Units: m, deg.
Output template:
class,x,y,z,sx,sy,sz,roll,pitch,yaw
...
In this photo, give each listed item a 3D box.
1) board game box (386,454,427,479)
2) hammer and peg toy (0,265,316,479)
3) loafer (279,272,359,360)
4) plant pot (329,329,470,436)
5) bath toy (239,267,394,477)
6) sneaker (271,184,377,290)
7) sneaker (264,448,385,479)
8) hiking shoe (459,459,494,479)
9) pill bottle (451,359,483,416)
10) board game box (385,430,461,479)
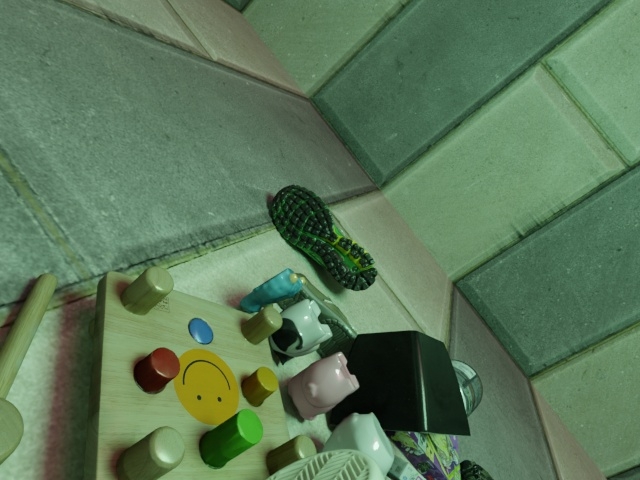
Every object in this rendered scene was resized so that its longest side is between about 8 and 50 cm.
class,x,y,z,sx,sy,sz,roll,pitch,yaw
board game box,0.125,0.381,0.700,0.103,0.026,0.154,46,-22,-14
hammer and peg toy,-0.174,0.148,0.463,0.361,0.127,0.266,30,29,-43
loafer,0.011,0.157,0.873,0.251,0.094,0.087,50,25,-1
plant pot,0.147,0.262,0.777,0.187,0.188,0.167,30,56,-44
bath toy,-0.014,0.221,0.681,0.348,0.129,0.151,60,4,22
sneaker,0.000,0.000,1.112,0.343,0.134,0.146,49,-4,4
sneaker,-0.047,0.337,0.337,0.350,0.131,0.148,-34,105,-41
hiking shoe,0.336,0.553,0.932,0.114,0.086,0.227,52,11,35
pill bottle,0.297,0.348,0.972,0.246,0.130,0.130,13,43,-58
board game box,0.252,0.411,1.020,0.208,0.056,0.347,46,21,-2
